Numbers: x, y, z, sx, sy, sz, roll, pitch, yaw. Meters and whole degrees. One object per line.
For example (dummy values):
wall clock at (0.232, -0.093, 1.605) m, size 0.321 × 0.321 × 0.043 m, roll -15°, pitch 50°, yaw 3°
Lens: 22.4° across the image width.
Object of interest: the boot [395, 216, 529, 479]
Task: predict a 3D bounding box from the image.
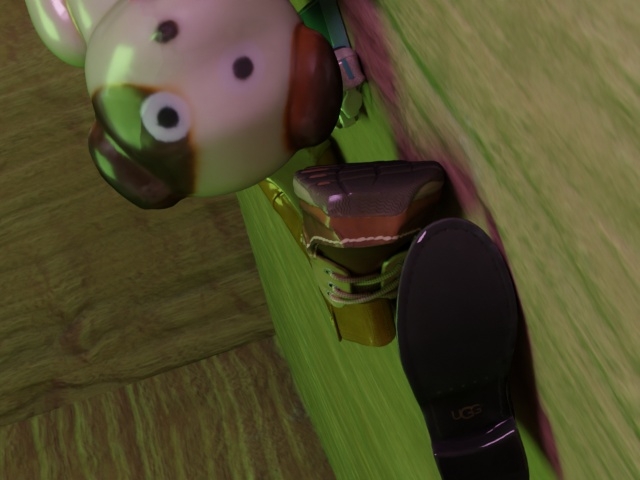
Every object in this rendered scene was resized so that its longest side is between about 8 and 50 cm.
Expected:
boot at (0.101, 0.078, 1.305) m, size 0.229 × 0.091 × 0.263 m, roll -101°, pitch 2°, yaw -70°

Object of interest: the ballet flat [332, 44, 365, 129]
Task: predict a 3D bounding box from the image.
ballet flat at (0.016, -0.135, 1.576) m, size 0.052 × 0.057 × 0.168 m, roll 60°, pitch 172°, yaw 14°

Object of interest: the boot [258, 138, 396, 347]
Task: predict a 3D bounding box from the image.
boot at (0.001, 0.000, 1.880) m, size 0.295 × 0.104 × 0.211 m, roll -132°, pitch 24°, yaw -65°

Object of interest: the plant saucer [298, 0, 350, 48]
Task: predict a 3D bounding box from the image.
plant saucer at (0.001, -0.215, 1.640) m, size 0.192 × 0.018 × 0.067 m, roll -163°, pitch 54°, yaw -82°

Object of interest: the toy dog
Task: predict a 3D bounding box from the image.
toy dog at (-0.139, -0.207, 1.495) m, size 0.408 × 0.285 × 0.395 m, roll -109°, pitch 6°, yaw -48°

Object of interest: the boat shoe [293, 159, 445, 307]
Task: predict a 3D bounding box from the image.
boat shoe at (0.042, -0.005, 1.346) m, size 0.324 × 0.123 × 0.119 m, roll -60°, pitch -33°, yaw -86°
